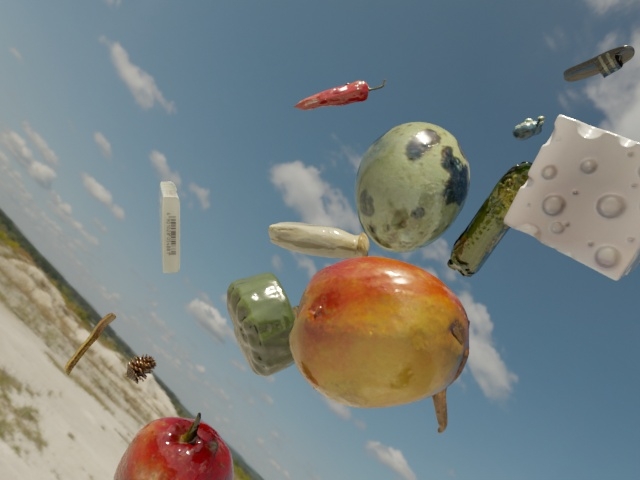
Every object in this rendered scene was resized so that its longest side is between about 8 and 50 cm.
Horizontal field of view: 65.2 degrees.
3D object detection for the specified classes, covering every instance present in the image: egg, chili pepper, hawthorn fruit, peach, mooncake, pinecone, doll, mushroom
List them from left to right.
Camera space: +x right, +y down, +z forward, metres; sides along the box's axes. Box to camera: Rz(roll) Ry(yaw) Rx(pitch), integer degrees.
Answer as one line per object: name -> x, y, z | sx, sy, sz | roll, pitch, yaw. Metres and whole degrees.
pinecone -> -0.656, 0.464, 1.827 | 0.102, 0.109, 0.102 | 51, -7, 8
hawthorn fruit -> -0.332, 0.540, 1.188 | 0.285, 0.285, 0.368 | 32, -64, 30
mooncake -> -0.207, 0.298, 1.778 | 0.356, 0.194, 0.356 | 162, -90, -74
mushroom -> -0.002, 0.001, 2.044 | 0.408, 0.137, 0.154 | 13, -6, 6
chili pepper -> 0.056, -0.406, 1.397 | 0.050, 0.268, 0.059 | -113, -169, -80
peach -> 0.124, 0.192, 1.026 | 0.372, 0.373, 0.290 | 55, 17, -19
egg -> 0.274, -0.162, 1.542 | 0.345, 0.428, 0.345 | 25, -24, 12
doll -> 0.570, -0.306, 1.366 | 0.050, 0.083, 0.076 | 69, -16, -7

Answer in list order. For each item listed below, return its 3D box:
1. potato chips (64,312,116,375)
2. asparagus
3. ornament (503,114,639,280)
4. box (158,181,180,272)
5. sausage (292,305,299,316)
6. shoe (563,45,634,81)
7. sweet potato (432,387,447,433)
potato chips -> -0.628, 0.277, 1.362 | 0.026, 0.204, 0.037 | 43, -6, -35
asparagus -> 0.488, -0.052, 1.431 | 0.108, 0.128, 0.382 | 44, -41, 22
ornament -> 0.567, -0.088, 1.015 | 0.240, 0.239, 0.239 | 35, -68, 32
box -> -0.261, -0.030, 0.861 | 0.220, 0.032, 0.122 | -146, -124, -68
sausage -> -0.045, 0.233, 1.406 | 0.132, 0.024, 0.024 | 54, -12, 45
shoe -> 0.756, -0.462, 1.359 | 0.071, 0.049, 0.179 | 18, -22, -40
sweet potato -> 0.300, 0.379, 1.255 | 0.050, 0.050, 0.214 | 166, -76, -64
